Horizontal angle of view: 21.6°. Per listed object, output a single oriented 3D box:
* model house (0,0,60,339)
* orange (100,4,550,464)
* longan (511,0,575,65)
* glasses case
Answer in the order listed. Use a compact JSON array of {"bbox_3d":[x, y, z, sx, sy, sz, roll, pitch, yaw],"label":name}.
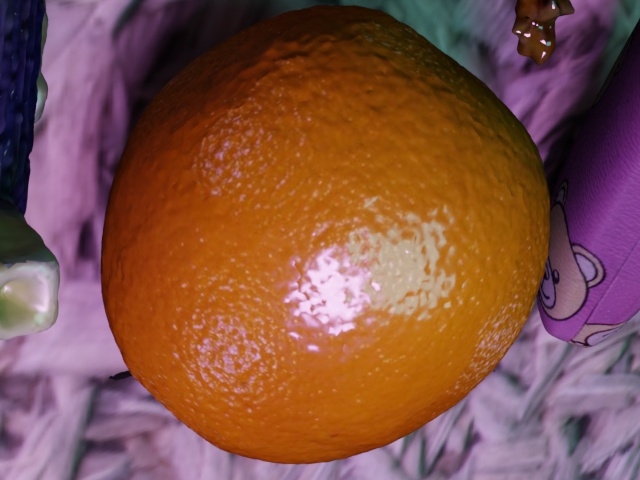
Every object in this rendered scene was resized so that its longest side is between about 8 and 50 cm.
[{"bbox_3d":[-0.135,-0.073,0.554,0.170,0.211,0.194,-8,118,-37],"label":"model house"},{"bbox_3d":[0.000,0.000,0.739,0.206,0.206,0.206,-22,127,-32],"label":"orange"},{"bbox_3d":[0.112,-0.168,0.764,0.155,0.145,0.176,5,101,-18],"label":"longan"},{"bbox_3d":[0.185,-0.068,0.862,0.316,0.076,0.123,113,-4,-46],"label":"glasses case"}]
